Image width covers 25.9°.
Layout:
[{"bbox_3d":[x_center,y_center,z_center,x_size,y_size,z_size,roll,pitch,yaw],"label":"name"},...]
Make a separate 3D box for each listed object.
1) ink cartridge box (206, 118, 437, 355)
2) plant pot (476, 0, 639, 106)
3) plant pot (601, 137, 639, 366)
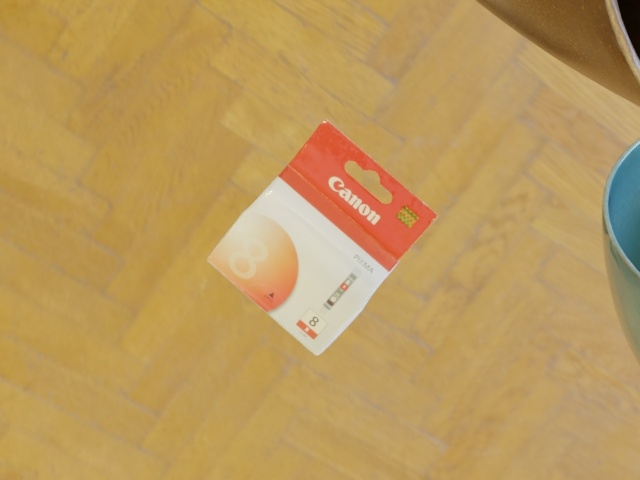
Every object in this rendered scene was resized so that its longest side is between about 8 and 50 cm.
[{"bbox_3d":[0.000,0.000,1.310,0.145,0.045,0.179,41,116,2],"label":"ink cartridge box"},{"bbox_3d":[0.126,-0.169,0.605,0.215,0.230,0.215,-11,112,-29],"label":"plant pot"},{"bbox_3d":[0.353,0.055,1.052,0.290,0.290,0.195,-10,130,-8],"label":"plant pot"}]
